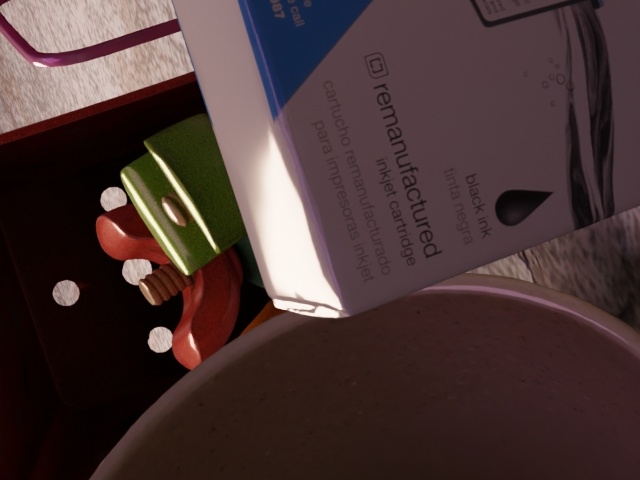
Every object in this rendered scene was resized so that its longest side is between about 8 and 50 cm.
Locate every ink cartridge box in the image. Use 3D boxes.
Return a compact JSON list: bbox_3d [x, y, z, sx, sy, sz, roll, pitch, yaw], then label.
[{"bbox_3d":[0.058,-0.073,0.598,0.082,0.190,0.140,7,116,72],"label":"ink cartridge box"}]

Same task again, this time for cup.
[{"bbox_3d":[0.065,0.216,0.799,0.237,0.331,0.331,48,-175,-46],"label":"cup"}]

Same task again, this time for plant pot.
[{"bbox_3d":[-0.128,0.035,1.291,0.236,0.267,0.267,-138,30,-82],"label":"plant pot"}]

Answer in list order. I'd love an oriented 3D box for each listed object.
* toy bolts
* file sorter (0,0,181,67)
[{"bbox_3d":[0.000,0.000,0.993,0.218,0.158,0.228,58,162,-4],"label":"toy bolts"},{"bbox_3d":[-0.121,-0.262,1.000,0.202,0.182,0.291,-140,34,-62],"label":"file sorter"}]
